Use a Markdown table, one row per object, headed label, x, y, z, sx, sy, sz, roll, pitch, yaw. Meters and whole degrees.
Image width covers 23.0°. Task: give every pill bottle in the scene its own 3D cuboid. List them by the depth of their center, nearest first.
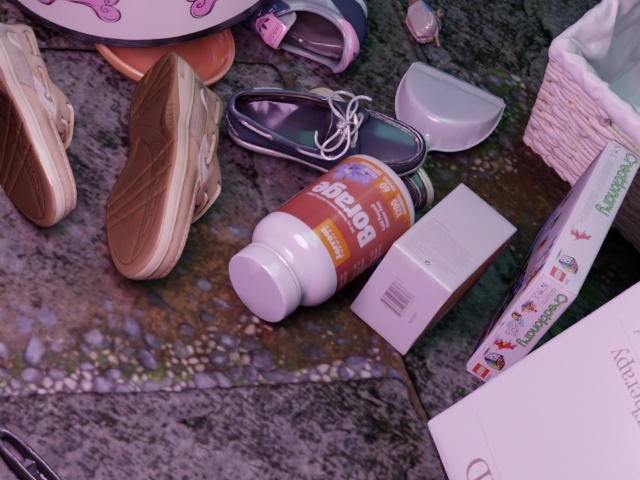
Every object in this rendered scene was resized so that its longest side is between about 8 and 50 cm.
| label | x | y | z | sx | sy | sz | roll | pitch | yaw |
| --- | --- | --- | --- | --- | --- | --- | --- | --- | --- |
| pill bottle | 0.000 | 0.000 | 1.835 | 0.121 | 0.121 | 0.216 | 45 | 57 | 12 |

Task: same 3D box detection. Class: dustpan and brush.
| label | x | y | z | sx | sy | sz | roll | pitch | yaw |
| --- | --- | --- | --- | --- | --- | --- | --- | --- | --- |
| dustpan and brush | 0.151 | -0.151 | 2.128 | 0.147 | 0.060 | 0.211 | 25 | 36 | 8 |

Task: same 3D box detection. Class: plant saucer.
| label | x | y | z | sx | sy | sz | roll | pitch | yaw |
| --- | --- | --- | --- | --- | --- | --- | --- | --- | --- |
| plant saucer | -0.208 | -0.260 | 2.022 | 0.200 | 0.037 | 0.200 | 15 | 46 | -17 |

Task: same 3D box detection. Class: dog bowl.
| label | x | y | z | sx | sy | sz | roll | pitch | yaw |
| --- | --- | --- | --- | --- | --- | --- | --- | --- | --- |
| dog bowl | -0.228 | -0.441 | 1.994 | 0.408 | 0.150 | 0.408 | 2 | 53 | -3 |

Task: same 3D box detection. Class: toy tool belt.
| label | x | y | z | sx | sy | sz | roll | pitch | yaw |
| --- | --- | --- | --- | --- | --- | --- | --- | --- | --- |
| toy tool belt | 0.151 | -0.322 | 2.286 | 0.051 | 0.052 | 0.083 | 33 | 35 | -50 |

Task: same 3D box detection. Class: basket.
| label | x | y | z | sx | sy | sz | roll | pitch | yaw |
| --- | --- | --- | --- | --- | --- | --- | --- | --- | --- |
| basket | 0.503 | -0.186 | 2.128 | 0.331 | 0.266 | 0.328 | -39 | 76 | -19 |

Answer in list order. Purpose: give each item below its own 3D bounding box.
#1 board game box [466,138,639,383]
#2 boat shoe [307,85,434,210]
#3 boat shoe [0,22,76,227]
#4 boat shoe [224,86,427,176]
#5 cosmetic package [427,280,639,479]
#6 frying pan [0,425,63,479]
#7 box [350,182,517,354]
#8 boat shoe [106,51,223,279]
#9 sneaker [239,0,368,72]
| label | x | y | z | sx | sy | sz | roll | pitch | yaw |
| --- | --- | --- | --- | --- | --- | --- | --- | --- | --- |
| board game box | 0.290 | 0.025 | 1.941 | 0.053 | 0.193 | 0.305 | 34 | 43 | 2 |
| boat shoe | 0.045 | -0.107 | 2.008 | 0.223 | 0.080 | 0.073 | 43 | 50 | 17 |
| boat shoe | -0.327 | -0.143 | 1.801 | 0.098 | 0.109 | 0.302 | -6 | 50 | -32 |
| boat shoe | 0.009 | -0.138 | 1.932 | 0.254 | 0.079 | 0.095 | 16 | 75 | 1 |
| cosmetic package | 0.391 | 0.255 | 1.577 | 0.327 | 0.394 | 0.329 | 29 | 33 | -46 |
| frying pan | -0.176 | 0.296 | 1.539 | 0.197 | 0.053 | 0.326 | -8 | 59 | -36 |
| box | 0.136 | 0.033 | 1.890 | 0.091 | 0.130 | 0.170 | 41 | 44 | 10 |
| boat shoe | -0.162 | -0.078 | 1.825 | 0.110 | 0.122 | 0.341 | 35 | 39 | -29 |
| sneaker | -0.082 | -0.325 | 2.099 | 0.319 | 0.112 | 0.131 | 19 | 42 | -12 |
